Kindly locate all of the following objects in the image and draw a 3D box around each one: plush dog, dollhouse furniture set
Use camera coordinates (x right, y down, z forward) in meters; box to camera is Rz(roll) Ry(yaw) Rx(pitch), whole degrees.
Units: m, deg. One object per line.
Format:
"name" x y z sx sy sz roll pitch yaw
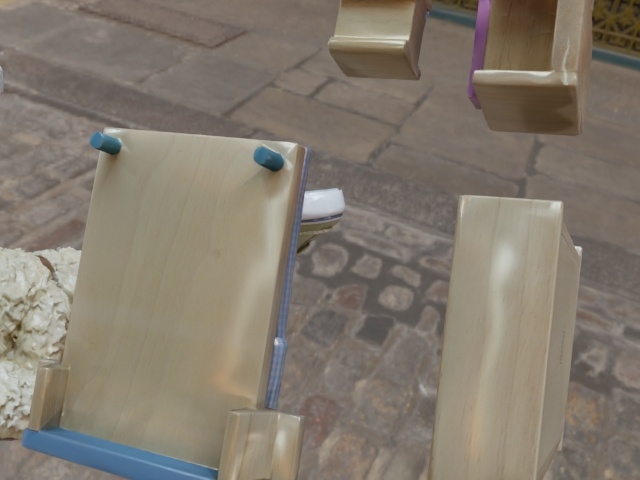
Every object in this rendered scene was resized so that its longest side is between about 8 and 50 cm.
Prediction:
"plush dog" -0.316 0.068 0.805 0.262 0.211 0.225 10 14 35
"dollhouse furniture set" 0.000 0.000 0.469 0.303 0.287 0.198 6 -5 21

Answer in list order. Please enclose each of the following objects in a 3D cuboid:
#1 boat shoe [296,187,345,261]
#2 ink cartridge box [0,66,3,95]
"boat shoe" -0.063 -0.005 0.973 0.109 0.094 0.302 -9 -1 -33
"ink cartridge box" -0.834 -0.299 1.395 0.330 0.072 0.324 12 24 15
